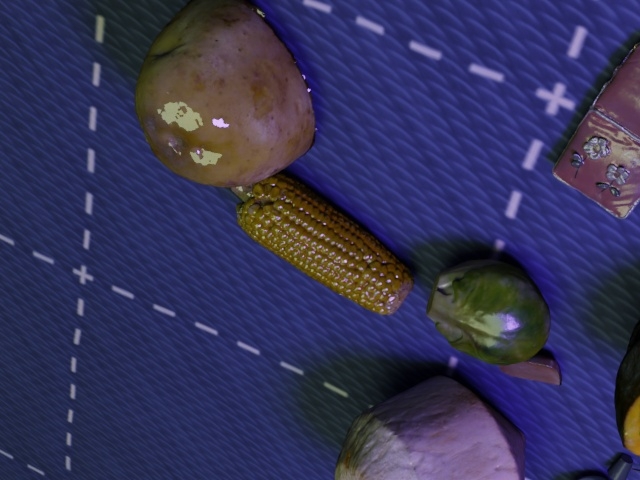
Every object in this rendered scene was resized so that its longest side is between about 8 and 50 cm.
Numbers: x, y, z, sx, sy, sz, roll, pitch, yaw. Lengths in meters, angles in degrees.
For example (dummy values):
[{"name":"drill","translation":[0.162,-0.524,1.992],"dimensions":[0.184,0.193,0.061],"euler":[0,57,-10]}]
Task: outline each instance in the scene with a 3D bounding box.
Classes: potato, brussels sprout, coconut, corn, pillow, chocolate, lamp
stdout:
[{"name":"potato","translation":[-0.150,-0.191,1.547],"dimensions":[0.243,0.242,0.285],"euler":[2,127,28]},{"name":"brussels sprout","translation":[0.248,0.103,1.603],"dimensions":[0.181,0.143,0.161],"euler":[25,169,-6]},{"name":"coconut","translation":[0.198,0.369,1.748],"dimensions":[0.329,0.328,0.328],"euler":[15,130,19]},{"name":"corn","translation":[0.000,0.000,1.675],"dimensions":[0.322,0.119,0.119],"euler":[32,133,-3]},{"name":"pillow","translation":[0.398,-0.139,1.397],"dimensions":[0.126,0.043,0.232],"euler":[31,132,5]},{"name":"chocolate","translation":[0.327,0.193,1.699],"dimensions":[0.101,0.031,0.064],"euler":[6,145,30]},{"name":"lamp","translation":[0.521,0.376,1.732],"dimensions":[0.121,0.041,0.054],"euler":[27,124,13]}]

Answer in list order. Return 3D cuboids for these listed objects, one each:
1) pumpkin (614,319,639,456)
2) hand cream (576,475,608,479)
[{"name":"pumpkin","translation":[0.548,0.175,1.445],"dimensions":[0.303,0.225,0.256],"euler":[-33,109,35]},{"name":"hand cream","translation":[0.506,0.520,1.811],"dimensions":[0.147,0.093,0.305],"euler":[-18,116,39]}]
